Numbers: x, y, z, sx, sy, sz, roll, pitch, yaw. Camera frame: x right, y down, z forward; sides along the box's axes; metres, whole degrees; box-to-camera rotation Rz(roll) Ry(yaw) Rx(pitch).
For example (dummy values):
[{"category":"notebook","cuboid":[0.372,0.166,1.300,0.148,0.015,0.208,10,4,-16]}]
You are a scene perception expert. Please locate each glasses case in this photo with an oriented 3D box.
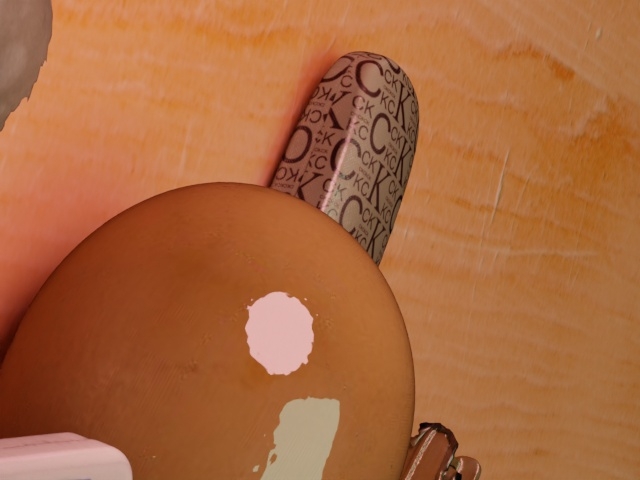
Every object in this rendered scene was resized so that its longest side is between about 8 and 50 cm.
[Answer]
[{"category":"glasses case","cuboid":[0.000,0.000,1.745,0.137,0.085,0.354,44,64,-55]}]

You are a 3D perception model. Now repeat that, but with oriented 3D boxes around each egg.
[{"category":"egg","cuboid":[-0.091,0.140,1.427,0.374,0.301,0.301,-63,149,-6]}]

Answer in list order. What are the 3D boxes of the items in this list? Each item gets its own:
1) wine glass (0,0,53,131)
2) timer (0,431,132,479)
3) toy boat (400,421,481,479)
[{"category":"wine glass","cuboid":[-0.291,-0.178,1.040,0.238,0.238,0.323,-67,150,-17]},{"category":"timer","cuboid":[-0.226,0.208,1.181,0.253,0.078,0.178,3,101,-57]},{"category":"toy boat","cuboid":[0.068,0.407,1.941,0.445,0.162,0.136,-68,152,-16]}]
